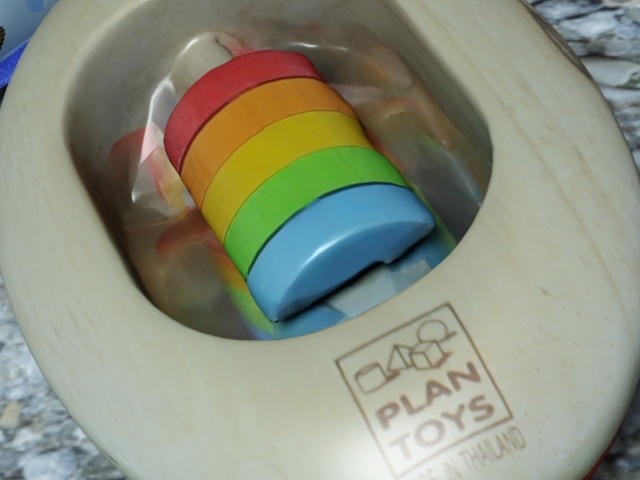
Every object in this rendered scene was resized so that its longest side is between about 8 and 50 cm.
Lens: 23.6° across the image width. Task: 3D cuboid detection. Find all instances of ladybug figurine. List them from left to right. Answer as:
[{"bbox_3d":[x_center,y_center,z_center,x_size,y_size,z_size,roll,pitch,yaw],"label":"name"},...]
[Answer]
[{"bbox_3d":[0.000,0.000,0.785,0.305,0.162,0.449,-27,49,-2],"label":"ladybug figurine"}]

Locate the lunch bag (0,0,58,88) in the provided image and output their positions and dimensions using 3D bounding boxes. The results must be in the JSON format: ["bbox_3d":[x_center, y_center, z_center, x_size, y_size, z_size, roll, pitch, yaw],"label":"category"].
[{"bbox_3d":[-0.365,-0.202,1.055,0.328,0.239,0.385,16,42,25],"label":"lunch bag"}]
